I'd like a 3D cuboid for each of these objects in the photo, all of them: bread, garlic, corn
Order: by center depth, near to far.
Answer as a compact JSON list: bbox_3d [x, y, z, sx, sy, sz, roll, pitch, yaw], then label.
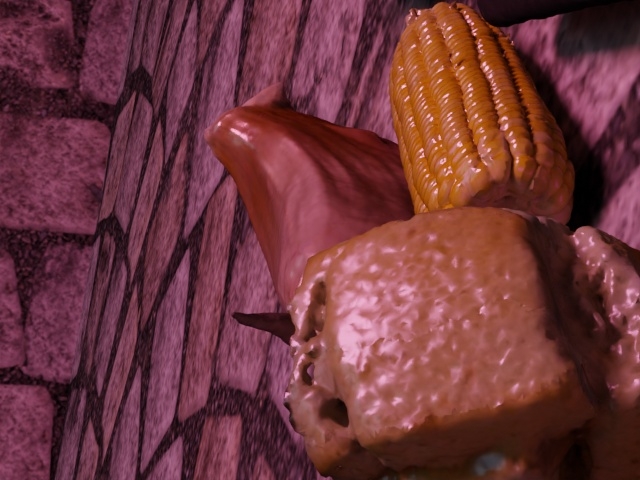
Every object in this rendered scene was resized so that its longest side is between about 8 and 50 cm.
[{"bbox_3d":[0.076,0.046,0.506,0.110,0.156,0.103,-26,54,31],"label":"bread"},{"bbox_3d":[0.065,-0.045,0.670,0.165,0.063,0.085,-100,2,-57],"label":"corn"},{"bbox_3d":[0.008,0.009,0.715,0.090,0.129,0.198,-53,22,26],"label":"garlic"}]

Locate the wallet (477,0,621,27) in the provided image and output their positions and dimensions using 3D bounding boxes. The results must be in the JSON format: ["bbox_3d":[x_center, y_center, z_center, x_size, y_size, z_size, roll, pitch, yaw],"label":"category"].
[{"bbox_3d":[0.138,-0.162,0.522,0.321,0.044,0.170,-167,91,-77],"label":"wallet"}]
